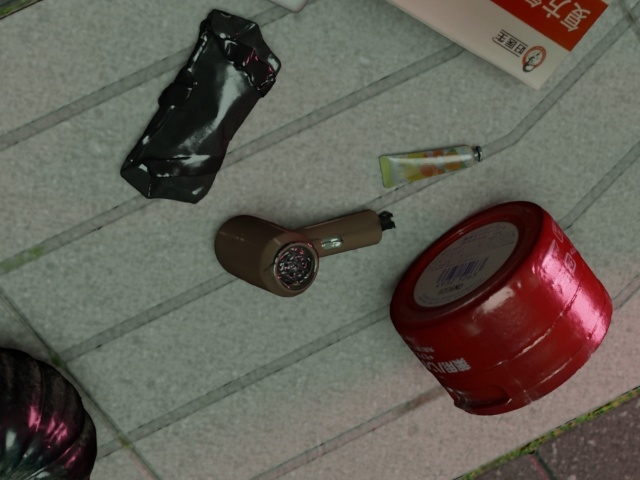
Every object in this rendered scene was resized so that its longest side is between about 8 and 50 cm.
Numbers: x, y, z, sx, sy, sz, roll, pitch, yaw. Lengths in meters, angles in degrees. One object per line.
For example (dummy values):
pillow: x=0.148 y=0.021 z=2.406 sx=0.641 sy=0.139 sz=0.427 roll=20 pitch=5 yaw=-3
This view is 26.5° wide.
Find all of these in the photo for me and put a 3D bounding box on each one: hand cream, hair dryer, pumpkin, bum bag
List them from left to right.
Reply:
pumpkin: x=-0.318 y=0.205 z=1.275 sx=0.220 sy=0.162 sz=0.220 roll=-8 pitch=116 yaw=-17
bum bag: x=-0.111 y=-0.119 z=1.284 sx=0.087 sy=0.049 sz=0.197 roll=30 pitch=99 yaw=-13
hair dryer: x=0.000 y=0.000 z=1.323 sx=0.182 sy=0.117 sz=0.064 roll=-16 pitch=108 yaw=-28
hand cream: x=0.111 y=-0.076 z=1.359 sx=0.102 sy=0.022 sz=0.035 roll=-11 pitch=113 yaw=-4
hand cream: x=0.173 y=0.064 z=1.324 sx=0.193 sy=0.193 sz=0.125 roll=-39 pitch=108 yaw=1

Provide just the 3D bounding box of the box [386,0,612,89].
box: x=0.139 y=-0.290 z=1.193 sx=0.353 sy=0.069 sz=0.214 roll=24 pitch=114 yaw=-38

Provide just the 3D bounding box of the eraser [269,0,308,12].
eraser: x=-0.101 y=-0.333 z=1.195 sx=0.270 sy=0.095 sz=0.174 roll=23 pitch=115 yaw=-16
